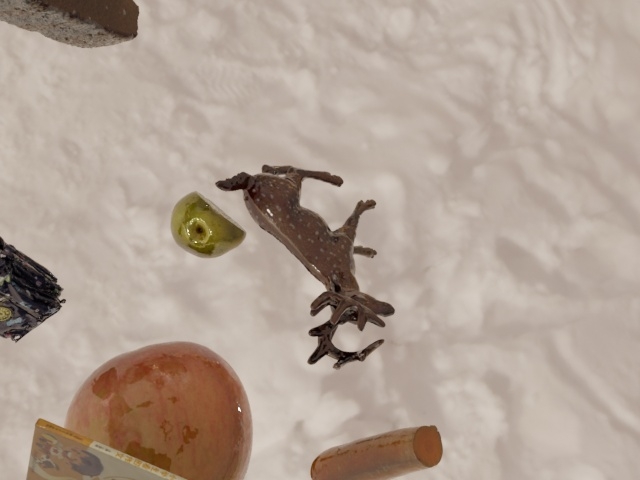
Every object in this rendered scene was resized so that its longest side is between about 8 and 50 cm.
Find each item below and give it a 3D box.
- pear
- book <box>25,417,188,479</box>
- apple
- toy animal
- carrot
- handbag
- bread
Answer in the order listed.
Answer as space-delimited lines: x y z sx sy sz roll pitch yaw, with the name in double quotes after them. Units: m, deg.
-0.216 -0.018 1.758 0.141 0.104 0.141 39 6 -5 "pear"
-0.306 0.383 1.458 0.296 0.207 0.020 23 44 -1 "book"
-0.301 0.384 1.803 0.364 0.364 0.363 20 56 -32 "apple"
-0.008 0.015 1.049 0.244 0.087 0.260 35 30 8 "toy animal"
0.064 0.294 1.272 0.067 0.225 0.067 21 56 -34 "carrot"
-0.577 0.088 1.732 0.113 0.162 0.260 57 3 33 "handbag"
-0.515 -0.433 1.659 0.417 0.165 0.113 12 84 -56 "bread"
